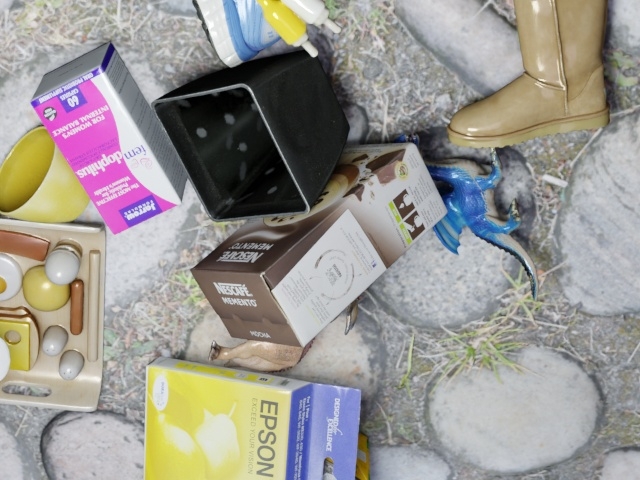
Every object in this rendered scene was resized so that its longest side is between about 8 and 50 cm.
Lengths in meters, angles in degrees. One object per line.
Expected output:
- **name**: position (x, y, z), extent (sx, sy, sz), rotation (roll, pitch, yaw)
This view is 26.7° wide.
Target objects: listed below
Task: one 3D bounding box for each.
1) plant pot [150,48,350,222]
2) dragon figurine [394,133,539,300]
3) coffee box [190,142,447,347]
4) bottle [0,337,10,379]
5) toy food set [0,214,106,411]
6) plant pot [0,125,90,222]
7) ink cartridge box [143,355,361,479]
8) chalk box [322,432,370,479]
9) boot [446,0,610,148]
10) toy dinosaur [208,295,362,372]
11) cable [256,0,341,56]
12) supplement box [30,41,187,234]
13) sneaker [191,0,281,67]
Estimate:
- **plant pot**: position (-0.074, -0.152, 1.770), extent (0.187, 0.167, 0.188), rotation (-5, 121, 43)
- **dragon figurine**: position (0.201, -0.038, 1.881), extent (0.144, 0.085, 0.289), rotation (-21, 108, 12)
- **coffee box**: position (0.000, 0.000, 1.766), extent (0.297, 0.168, 0.119), rotation (-42, 116, -30)
- **bottle**: position (-0.572, 0.173, 1.937), extent (0.282, 0.092, 0.118), rotation (-5, 106, 29)
- **toy food set**: position (-0.428, 0.103, 1.954), extent (0.219, 0.092, 0.306), rotation (5, 114, -2)
- **plant pot**: position (-0.372, -0.077, 1.863), extent (0.134, 0.134, 0.095), rotation (-43, 131, 18)
- **ink cartridge box**: position (-0.107, 0.337, 1.944), extent (0.307, 0.072, 0.304), rotation (8, 104, 18)
- **chalk box**: position (-0.036, 0.377, 2.055), extent (0.132, 0.132, 0.213), rotation (33, 112, -14)
- **boot**: position (0.269, -0.271, 1.780), extent (0.236, 0.089, 0.270), rotation (-12, 114, -5)
- **toy dinosaur**: position (-0.042, 0.111, 1.941), extent (0.200, 0.127, 0.296), rotation (17, 120, -14)
- **cable**: position (-0.089, -0.347, 1.637), extent (0.287, 0.072, 0.139), rotation (27, 100, -21)
- **supplement box**: position (-0.282, -0.137, 1.832), extent (0.111, 0.114, 0.220), rotation (-25, 114, 11)
- **sneaker**: position (-0.121, -0.395, 1.720), extent (0.147, 0.130, 0.330), rotation (-23, 116, -5)
